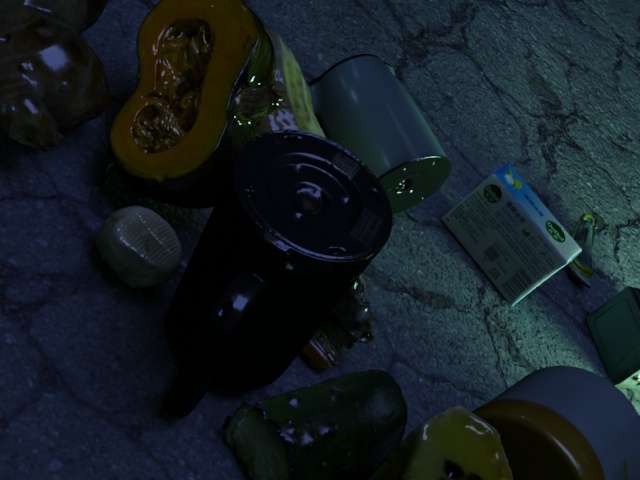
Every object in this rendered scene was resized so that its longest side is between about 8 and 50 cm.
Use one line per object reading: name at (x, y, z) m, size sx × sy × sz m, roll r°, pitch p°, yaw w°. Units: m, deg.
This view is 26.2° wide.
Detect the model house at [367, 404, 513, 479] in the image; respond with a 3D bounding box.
model house at (0.145, 0.340, 1.751) m, size 0.175 × 0.193 × 0.234 m, roll 34°, pitch 35°, yaw 0°

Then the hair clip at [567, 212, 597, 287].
hair clip at (0.481, 0.014, 2.537) m, size 0.060 × 0.033 × 0.188 m, roll 35°, pitch 40°, yaw -12°

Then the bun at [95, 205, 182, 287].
bun at (-0.238, 0.013, 1.787) m, size 0.115 × 0.069 × 0.115 m, roll 27°, pitch 42°, yaw -27°

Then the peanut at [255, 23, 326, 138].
peanut at (-0.084, -0.183, 2.059) m, size 0.174 × 0.158 × 0.340 m, roll 57°, pitch 13°, yaw -66°

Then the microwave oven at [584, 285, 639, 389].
microwave oven at (0.595, 0.175, 2.421) m, size 0.205 × 0.129 × 0.163 m, roll 11°, pitch 50°, yaw -40°

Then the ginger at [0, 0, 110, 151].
ginger at (-0.376, -0.269, 1.833) m, size 0.256 × 0.176 × 0.375 m, roll 32°, pitch 36°, yaw -45°

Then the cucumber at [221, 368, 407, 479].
cucumber at (0.029, 0.248, 1.811) m, size 0.325 × 0.105 × 0.145 m, roll -9°, pitch 62°, yaw -52°

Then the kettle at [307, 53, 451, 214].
kettle at (0.062, -0.171, 2.206) m, size 0.221 × 0.161 × 0.236 m, roll -18°, pitch 65°, yaw -18°

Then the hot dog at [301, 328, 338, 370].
hot dog at (-0.021, 0.127, 1.920) m, size 0.133 × 0.041 × 0.056 m, roll 49°, pitch 36°, yaw 3°

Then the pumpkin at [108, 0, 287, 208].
pumpkin at (-0.155, -0.188, 1.891) m, size 0.222 × 0.139 × 0.317 m, roll 9°, pitch 64°, yaw 10°

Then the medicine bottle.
medicine bottle at (0.307, 0.316, 1.906) m, size 0.238 × 0.238 × 0.232 m, roll 55°, pitch 36°, yaw 11°

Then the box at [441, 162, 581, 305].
box at (0.317, -0.010, 2.306) m, size 0.194 × 0.139 × 0.073 m, roll 51°, pitch 36°, yaw 6°

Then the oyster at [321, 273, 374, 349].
oyster at (0.000, -0.002, 1.890) m, size 0.201 × 0.354 × 0.107 m, roll 27°, pitch 53°, yaw 35°

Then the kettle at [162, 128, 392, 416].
kettle at (-0.064, 0.060, 1.694) m, size 0.203 × 0.308 × 0.262 m, roll 14°, pitch 46°, yaw -19°
